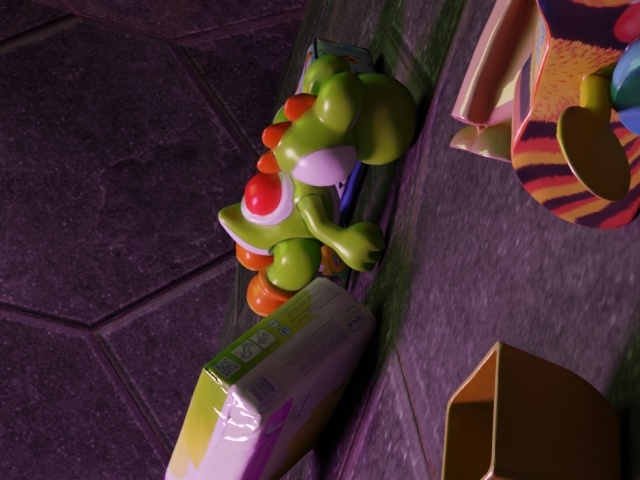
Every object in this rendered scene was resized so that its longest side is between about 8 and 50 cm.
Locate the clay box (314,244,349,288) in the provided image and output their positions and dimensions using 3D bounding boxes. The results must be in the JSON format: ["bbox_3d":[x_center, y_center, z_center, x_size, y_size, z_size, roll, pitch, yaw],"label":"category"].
[{"bbox_3d":[-0.002,0.078,1.649,0.127,0.053,0.222,135,150,-73],"label":"clay box"}]

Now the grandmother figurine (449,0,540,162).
[{"bbox_3d":[0.180,-0.223,0.852,0.208,0.104,0.342,-148,71,-72],"label":"grandmother figurine"}]

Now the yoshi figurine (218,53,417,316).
[{"bbox_3d":[0.017,-0.073,1.470,0.203,0.203,0.362,-51,-13,-46],"label":"yoshi figurine"}]

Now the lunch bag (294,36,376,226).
[{"bbox_3d":[0.010,-0.164,1.811,0.303,0.115,0.243,-92,17,-61],"label":"lunch bag"}]

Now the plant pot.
[{"bbox_3d":[0.121,0.118,0.659,0.081,0.083,0.081,118,165,-53],"label":"plant pot"}]

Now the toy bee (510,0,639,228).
[{"bbox_3d":[0.155,-0.133,0.629,0.195,0.162,0.298,-85,13,-58],"label":"toy bee"}]

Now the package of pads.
[{"bbox_3d":[-0.064,0.201,1.377,0.229,0.101,0.296,-37,-20,-42],"label":"package of pads"}]
